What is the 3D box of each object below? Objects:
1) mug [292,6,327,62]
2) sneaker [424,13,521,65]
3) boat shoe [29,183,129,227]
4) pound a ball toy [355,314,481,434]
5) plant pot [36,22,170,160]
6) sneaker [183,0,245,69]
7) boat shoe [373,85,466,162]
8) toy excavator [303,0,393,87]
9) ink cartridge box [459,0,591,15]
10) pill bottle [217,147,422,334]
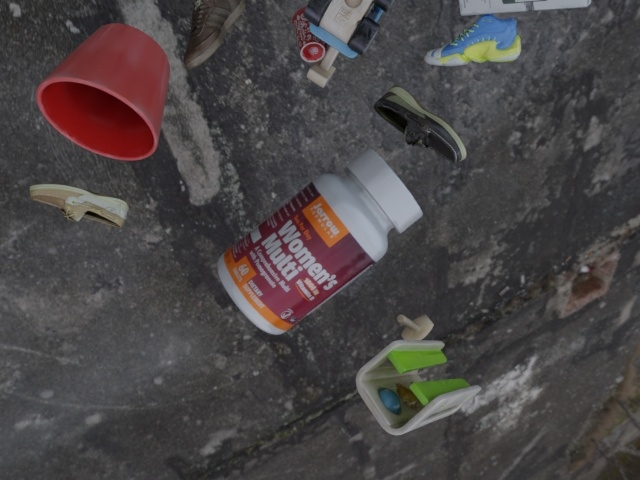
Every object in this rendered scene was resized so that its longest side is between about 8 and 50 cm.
[{"bbox_3d":[-0.021,-0.738,1.682,0.150,0.169,0.113,6,151,-26],"label":"mug"},{"bbox_3d":[0.394,-0.524,1.204,0.240,0.091,0.126,1,111,14],"label":"sneaker"},{"bbox_3d":[-0.359,-0.050,0.691,0.136,0.045,0.050,12,162,-30],"label":"boat shoe"},{"bbox_3d":[0.175,0.255,0.915,0.135,0.208,0.319,-47,150,15],"label":"pound a ball toy"},{"bbox_3d":[-0.503,-0.375,1.143,0.275,0.243,0.275,7,151,4],"label":"plant pot"},{"bbox_3d":[-0.200,-0.377,0.803,0.071,0.066,0.188,43,54,-34],"label":"sneaker"},{"bbox_3d":[0.135,-0.153,0.640,0.049,0.152,0.056,-38,152,-7],"label":"boat shoe"},{"bbox_3d":[0.082,-0.722,1.574,0.222,0.445,0.432,32,110,-4],"label":"toy excavator"},{"bbox_3d":[0.496,-0.651,1.088,0.211,0.289,0.121,-63,146,-24],"label":"ink cartridge box"},{"bbox_3d":[0.000,0.000,0.540,0.221,0.121,0.121,-38,139,6],"label":"pill bottle"}]
